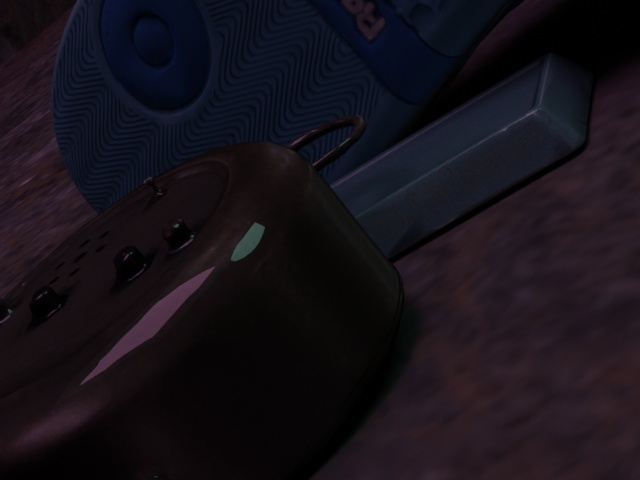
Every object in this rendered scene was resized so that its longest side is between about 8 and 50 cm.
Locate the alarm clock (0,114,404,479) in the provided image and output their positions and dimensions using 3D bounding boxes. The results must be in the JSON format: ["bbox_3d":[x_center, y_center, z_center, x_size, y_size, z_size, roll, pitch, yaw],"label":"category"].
[{"bbox_3d":[-0.037,0.018,0.474,0.129,0.064,0.192,-23,21,41],"label":"alarm clock"}]

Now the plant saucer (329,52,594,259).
[{"bbox_3d":[0.000,0.000,0.554,0.192,0.018,0.067,-32,14,22],"label":"plant saucer"}]

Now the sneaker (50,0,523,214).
[{"bbox_3d":[0.051,-0.117,0.639,0.319,0.127,0.208,-38,-4,36],"label":"sneaker"}]
